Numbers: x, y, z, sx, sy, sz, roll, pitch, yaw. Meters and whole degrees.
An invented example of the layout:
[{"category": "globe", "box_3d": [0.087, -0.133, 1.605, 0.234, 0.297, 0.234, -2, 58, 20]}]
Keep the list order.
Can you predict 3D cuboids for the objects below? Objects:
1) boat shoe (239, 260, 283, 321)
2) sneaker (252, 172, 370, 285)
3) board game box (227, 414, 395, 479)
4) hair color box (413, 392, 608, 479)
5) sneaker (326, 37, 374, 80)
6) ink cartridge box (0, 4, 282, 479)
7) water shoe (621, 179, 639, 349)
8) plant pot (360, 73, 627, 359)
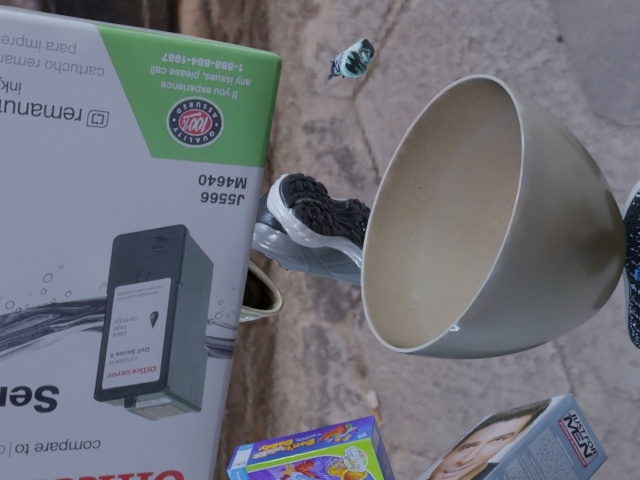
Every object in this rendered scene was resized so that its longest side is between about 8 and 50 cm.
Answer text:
[{"category": "boat shoe", "box_3d": [-0.176, 0.023, 1.388, 0.098, 0.302, 0.109, -1, 59, 51]}, {"category": "sneaker", "box_3d": [0.000, 0.000, 1.273, 0.108, 0.271, 0.100, -28, 57, 26]}, {"category": "board game box", "box_3d": [0.022, 0.468, 1.619, 0.233, 0.078, 0.347, -16, 105, 12]}, {"category": "hair color box", "box_3d": [0.203, 0.359, 1.374, 0.185, 0.374, 0.113, -29, 91, 50]}, {"category": "sneaker", "box_3d": [0.032, -0.236, 1.401, 0.069, 0.098, 0.038, -27, 104, 34]}, {"category": "ink cartridge box", "box_3d": [-0.149, 0.016, 0.558, 0.115, 0.198, 0.272, 27, 111, 58]}, {"category": "water shoe", "box_3d": [0.356, 0.018, 1.098, 0.073, 0.080, 0.203, 6, 108, 18]}, {"category": "plant pot", "box_3d": [0.192, -0.002, 1.036, 0.284, 0.191, 0.284, -47, 33, 45]}]
